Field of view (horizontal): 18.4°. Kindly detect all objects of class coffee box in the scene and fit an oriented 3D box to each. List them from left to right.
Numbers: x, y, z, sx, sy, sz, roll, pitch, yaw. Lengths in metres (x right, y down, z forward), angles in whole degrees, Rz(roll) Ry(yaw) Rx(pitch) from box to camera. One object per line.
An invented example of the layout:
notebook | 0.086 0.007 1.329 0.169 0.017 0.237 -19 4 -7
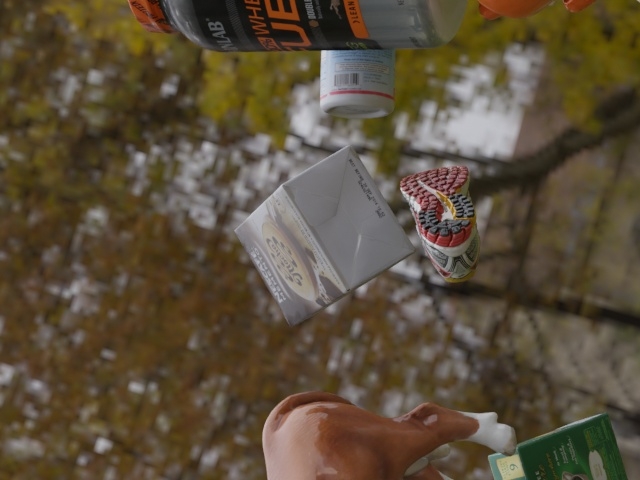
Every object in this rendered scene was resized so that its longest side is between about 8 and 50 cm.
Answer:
coffee box | 0.000 0.000 2.695 0.119 0.168 0.297 -31 -3 -18
coffee box | 0.240 0.241 1.946 0.184 0.040 0.113 -13 -94 -53

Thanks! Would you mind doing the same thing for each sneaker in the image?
sneaker | 0.148 -0.023 2.414 0.225 0.088 0.093 -90 -12 -63

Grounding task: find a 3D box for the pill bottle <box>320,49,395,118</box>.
pill bottle | 0.044 -0.227 2.293 0.087 0.087 0.160 30 -119 -73

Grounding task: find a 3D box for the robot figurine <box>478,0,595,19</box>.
robot figurine | 0.217 -0.303 1.953 0.128 0.158 0.219 -19 -11 -38

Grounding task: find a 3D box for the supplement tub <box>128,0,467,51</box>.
supplement tub | -0.025 -0.302 2.084 0.207 0.338 0.207 1 -90 -71

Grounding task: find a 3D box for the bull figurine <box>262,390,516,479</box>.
bull figurine | 0.041 0.251 1.306 0.101 0.188 0.310 144 124 -72

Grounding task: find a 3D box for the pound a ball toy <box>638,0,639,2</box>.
pound a ball toy | 0.302 -0.326 1.610 0.136 0.208 0.319 -55 -25 -22
